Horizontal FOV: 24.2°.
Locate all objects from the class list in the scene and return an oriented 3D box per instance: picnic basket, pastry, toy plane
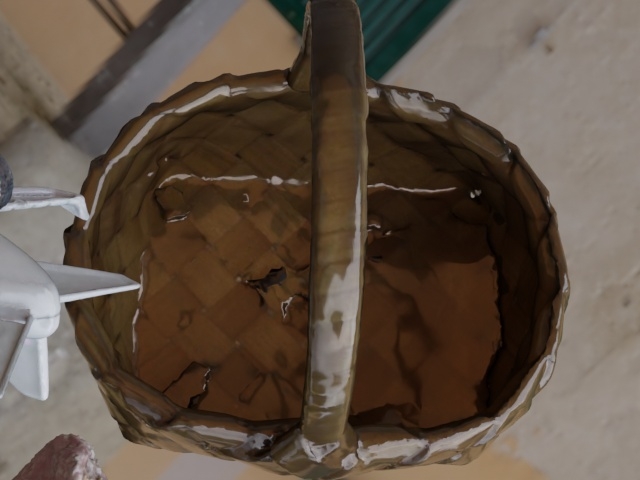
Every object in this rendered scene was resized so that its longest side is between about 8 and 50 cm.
[{"bbox_3d":[0.000,0.000,0.956,0.337,0.293,0.337,1,158,0],"label":"picnic basket"},{"bbox_3d":[-0.307,0.311,1.476,0.265,0.103,0.112,-39,129,-1],"label":"pastry"},{"bbox_3d":[-0.226,-0.002,0.728,0.251,0.255,0.101,-43,147,-56],"label":"toy plane"}]
